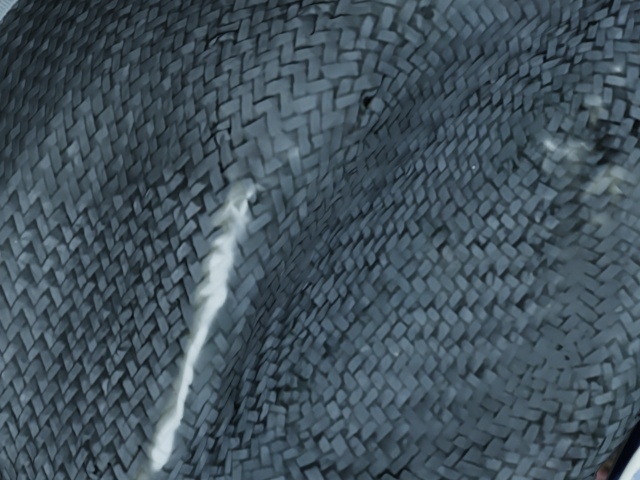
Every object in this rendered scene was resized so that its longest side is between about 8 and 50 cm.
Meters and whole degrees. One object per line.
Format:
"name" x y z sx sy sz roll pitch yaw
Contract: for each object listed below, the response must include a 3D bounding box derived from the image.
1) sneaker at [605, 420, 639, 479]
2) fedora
"sneaker" 0.158 0.163 0.625 0.182 0.127 0.316 22 116 10
"fedora" 0.000 0.000 0.535 0.334 0.152 0.334 -4 100 -25
